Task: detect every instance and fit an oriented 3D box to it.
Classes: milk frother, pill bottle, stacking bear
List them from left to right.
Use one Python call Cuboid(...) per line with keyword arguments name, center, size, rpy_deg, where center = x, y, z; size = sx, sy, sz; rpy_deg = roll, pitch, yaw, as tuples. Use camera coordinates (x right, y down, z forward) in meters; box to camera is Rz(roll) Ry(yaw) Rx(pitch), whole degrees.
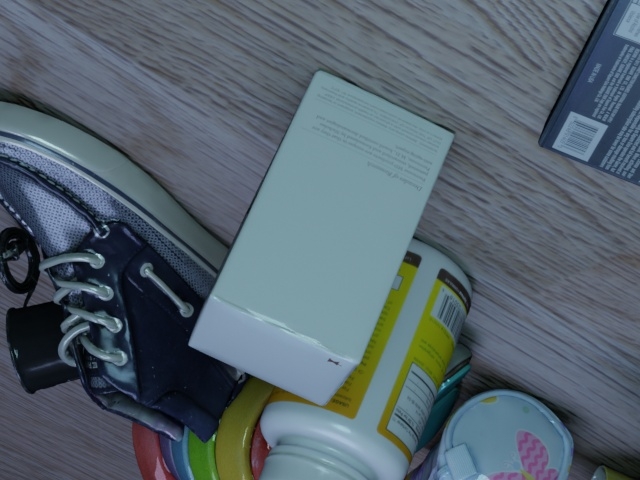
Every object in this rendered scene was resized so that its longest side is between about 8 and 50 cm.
Cuboid(name="milk frother", center=(-0.226, 0.052, 1.419), size=(0.134, 0.129, 0.143), rpy_deg=(-14, 116, 1))
Cuboid(name="stacking bear", center=(-0.032, 0.188, 1.376), size=(0.289, 0.175, 0.164), rpy_deg=(3, 142, 52))
Cuboid(name="pill bottle", center=(0.029, 0.108, 1.147), size=(0.117, 0.215, 0.117), rpy_deg=(20, 155, 10))

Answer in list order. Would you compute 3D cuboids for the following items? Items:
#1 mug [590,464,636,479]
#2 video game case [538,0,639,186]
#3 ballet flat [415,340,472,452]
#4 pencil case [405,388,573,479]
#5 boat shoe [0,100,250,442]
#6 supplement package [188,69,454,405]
Cuboid(name="mug", center=(0.281, 0.248, 1.383), size=(0.064, 0.062, 0.078), rpy_deg=(17, -165, -4))
Cuboid(name="video game case", center=(0.273, -0.054, 0.839), size=(0.274, 0.026, 0.196), rpy_deg=(21, 155, 3))
Cuboid(name="ballet flat", center=(0.086, 0.125, 1.331), size=(0.068, 0.072, 0.213), rpy_deg=(47, 159, 16))
Cuboid(name="pencil case", center=(0.141, 0.228, 1.407), size=(0.124, 0.114, 0.273), rpy_deg=(0, 157, -10))
Cuboid(name="boat shoe", center=(-0.180, 0.037, 1.259), size=(0.340, 0.158, 0.127), rpy_deg=(38, 152, -28))
Cuboid(name="supplement package", center=(0.000, 0.000, 1.001), size=(0.105, 0.179, 0.105), rpy_deg=(25, 155, -3))
